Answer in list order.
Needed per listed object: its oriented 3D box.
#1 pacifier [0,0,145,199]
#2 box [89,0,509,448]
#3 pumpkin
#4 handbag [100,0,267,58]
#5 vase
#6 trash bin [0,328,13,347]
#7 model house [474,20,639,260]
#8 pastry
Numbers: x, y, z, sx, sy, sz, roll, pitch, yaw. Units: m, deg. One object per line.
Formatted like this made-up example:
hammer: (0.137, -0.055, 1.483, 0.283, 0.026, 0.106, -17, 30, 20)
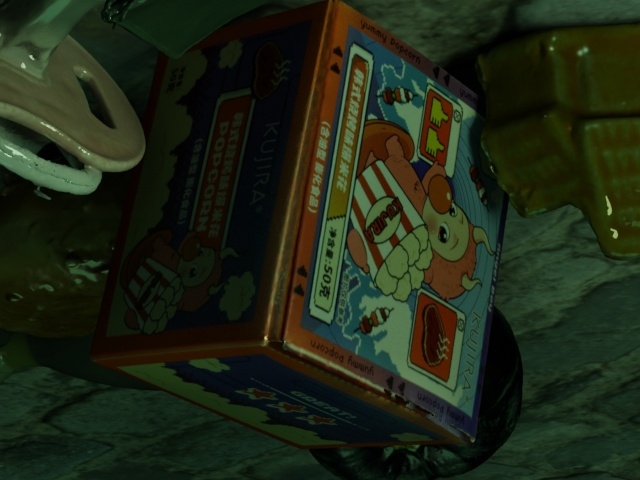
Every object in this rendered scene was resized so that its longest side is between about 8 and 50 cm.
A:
pacifier: (-0.272, -0.183, 1.487, 0.220, 0.273, 0.332, 11, 168, 46)
box: (0.000, 0.000, 1.628, 0.257, 0.348, 0.318, -7, 152, 40)
pumpkin: (0.106, 0.170, 2.116, 0.315, 0.238, 0.315, -4, 128, -5)
handbag: (-0.054, -0.243, 1.312, 0.247, 0.079, 0.260, -29, 177, 6)
vase: (-0.302, 0.117, 2.102, 0.321, 0.173, 0.173, -8, 151, 25)
trash bin: (-0.489, 0.041, 1.952, 0.240, 0.164, 0.122, 21, 146, -34)
model house: (0.294, -0.082, 1.621, 0.268, 0.239, 0.173, -5, 152, 9)
pastry: (-0.230, -0.004, 1.837, 0.316, 0.184, 0.284, -2, 160, -10)
